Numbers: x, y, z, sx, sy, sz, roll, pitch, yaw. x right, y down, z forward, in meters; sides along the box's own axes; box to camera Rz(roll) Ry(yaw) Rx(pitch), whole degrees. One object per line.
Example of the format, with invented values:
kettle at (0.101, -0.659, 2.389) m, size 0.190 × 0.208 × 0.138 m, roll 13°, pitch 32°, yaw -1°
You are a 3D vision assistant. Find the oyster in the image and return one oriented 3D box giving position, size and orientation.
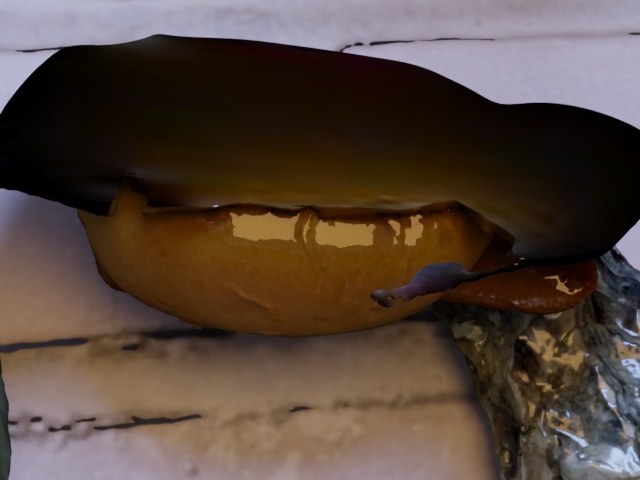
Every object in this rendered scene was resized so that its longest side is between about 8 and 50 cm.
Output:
oyster at (0.144, 0.091, 1.078) m, size 0.199 × 0.087 × 0.252 m, roll 20°, pitch 55°, yaw -14°

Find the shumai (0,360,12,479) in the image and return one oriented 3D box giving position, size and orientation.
shumai at (-0.291, 0.085, 0.811) m, size 0.324 × 0.323 × 0.397 m, roll 39°, pitch 64°, yaw -1°

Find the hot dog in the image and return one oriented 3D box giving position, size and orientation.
hot dog at (-0.001, -0.004, 1.031) m, size 0.326 × 0.107 × 0.194 m, roll 16°, pitch 41°, yaw 6°
